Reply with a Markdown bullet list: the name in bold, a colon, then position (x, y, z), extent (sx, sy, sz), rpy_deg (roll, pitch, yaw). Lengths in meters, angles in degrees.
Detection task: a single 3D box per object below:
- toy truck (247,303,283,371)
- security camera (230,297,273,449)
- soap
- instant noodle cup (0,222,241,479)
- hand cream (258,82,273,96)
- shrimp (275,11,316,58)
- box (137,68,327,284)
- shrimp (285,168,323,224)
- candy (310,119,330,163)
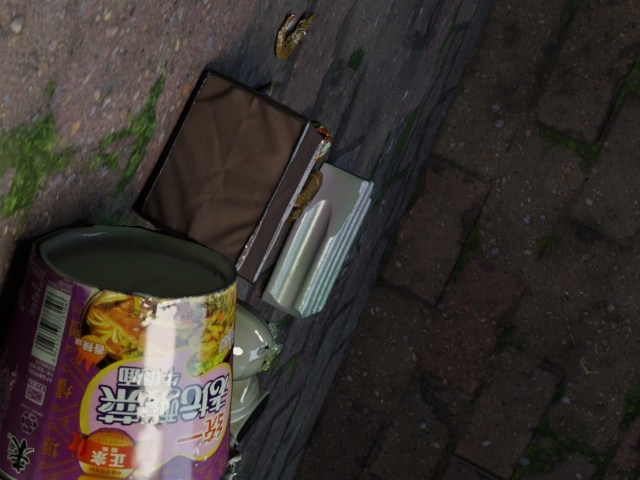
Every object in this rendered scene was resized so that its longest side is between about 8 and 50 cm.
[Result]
- **toy truck**: position (-0.155, 0.230, 2.335), extent (0.116, 0.085, 0.191), rpy_deg (-49, 161, -19)
- **security camera**: position (-0.190, 0.223, 1.934), extent (0.197, 0.191, 0.277), rpy_deg (-48, 158, -53)
- **soap**: position (0.000, 0.000, 2.424), extent (0.346, 0.115, 0.208), rpy_deg (-66, 169, 9)
- **instant noodle cup**: position (-0.243, 0.139, 1.303), extent (0.340, 0.340, 0.265), rpy_deg (-31, 135, -68)
- **hand cream**: position (-0.108, -0.213, 1.723), extent (0.174, 0.047, 0.076), rpy_deg (-54, 166, -72)
- **shrimp**: position (-0.040, -0.353, 1.748), extent (0.114, 0.023, 0.083), rpy_deg (-54, 162, -24)
- **box**: position (-0.128, -0.092, 1.541), extent (0.252, 0.188, 0.153), rpy_deg (-61, 168, -1)
- **shrimp**: position (-0.039, -0.082, 2.243), extent (0.132, 0.052, 0.187), rpy_deg (-69, 169, 24)
- **candy**: position (-0.078, -0.106, 2.024), extent (0.287, 0.078, 0.084), rpy_deg (-56, 180, 1)
